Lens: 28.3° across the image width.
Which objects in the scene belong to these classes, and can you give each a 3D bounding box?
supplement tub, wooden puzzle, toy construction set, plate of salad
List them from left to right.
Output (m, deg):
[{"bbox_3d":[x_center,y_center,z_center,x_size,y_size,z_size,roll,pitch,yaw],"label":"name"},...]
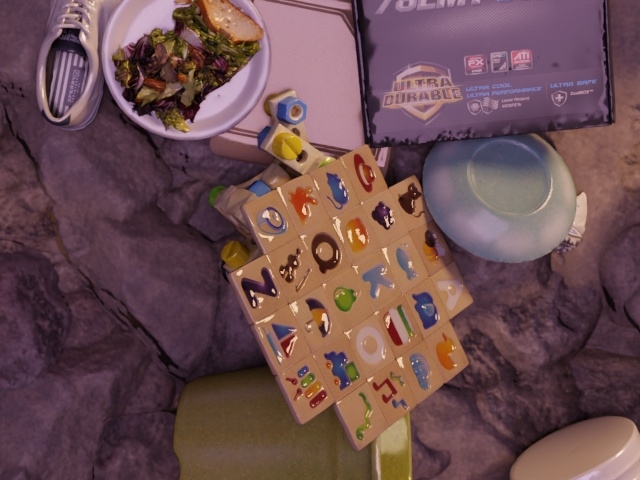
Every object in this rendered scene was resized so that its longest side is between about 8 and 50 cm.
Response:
[{"bbox_3d":[-0.157,-0.215,1.487,0.199,0.048,0.200,-1,104,-6],"label":"plate of salad"},{"bbox_3d":[-0.008,-0.200,1.546,0.220,0.044,0.239,11,103,-3],"label":"wooden puzzle"},{"bbox_3d":[0.000,0.000,1.518,0.327,0.151,0.215,43,77,-23],"label":"toy construction set"},{"bbox_3d":[0.364,0.376,1.563,0.191,0.191,0.272,-26,99,3],"label":"supplement tub"}]

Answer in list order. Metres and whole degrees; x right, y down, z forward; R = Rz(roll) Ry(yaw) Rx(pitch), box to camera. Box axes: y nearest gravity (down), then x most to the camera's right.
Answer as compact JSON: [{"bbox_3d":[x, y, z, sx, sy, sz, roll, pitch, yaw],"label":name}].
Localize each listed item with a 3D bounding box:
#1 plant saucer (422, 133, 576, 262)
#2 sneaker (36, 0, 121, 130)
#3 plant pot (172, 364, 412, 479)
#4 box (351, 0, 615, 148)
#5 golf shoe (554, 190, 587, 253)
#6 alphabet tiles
[{"bbox_3d":[0.220,-0.068,1.518,0.194,0.037,0.195,4,65,-9],"label":"plant saucer"},{"bbox_3d":[-0.281,-0.256,1.501,0.094,0.091,0.258,6,99,-2],"label":"sneaker"},{"bbox_3d":[-0.033,0.251,1.517,0.253,0.276,0.276,-3,99,10],"label":"plant pot"},{"bbox_3d":[0.183,-0.267,1.466,0.295,0.073,0.293,-4,105,4],"label":"box"},{"bbox_3d":[0.247,-0.052,1.570,0.176,0.069,0.086,22,74,-5],"label":"golf shoe"},{"bbox_3d":[0.045,0.055,1.399,0.011,0.342,0.285,-23,94,43],"label":"alphabet tiles"}]
